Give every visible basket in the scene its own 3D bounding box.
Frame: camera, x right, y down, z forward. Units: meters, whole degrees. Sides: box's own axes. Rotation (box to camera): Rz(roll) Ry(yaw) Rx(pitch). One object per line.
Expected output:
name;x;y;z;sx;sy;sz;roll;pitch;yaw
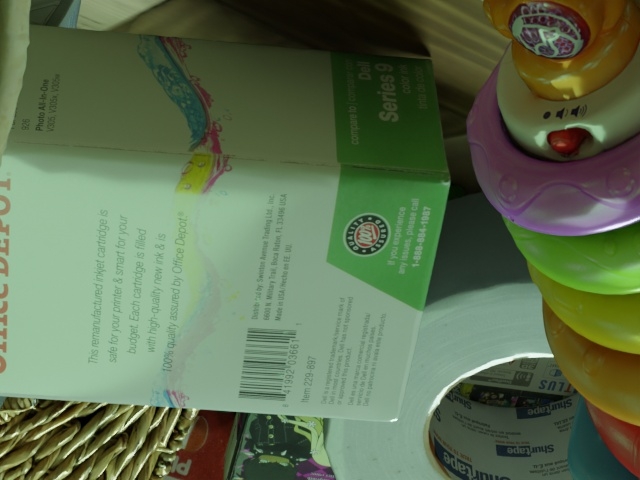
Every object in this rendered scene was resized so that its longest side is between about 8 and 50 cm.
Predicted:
basket;-0.253;0.092;1.697;0.223;0.213;0.299;22;-167;-26

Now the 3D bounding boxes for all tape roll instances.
tape roll;0.110;0.076;1.027;0.219;0.072;0.219;-1;132;-1

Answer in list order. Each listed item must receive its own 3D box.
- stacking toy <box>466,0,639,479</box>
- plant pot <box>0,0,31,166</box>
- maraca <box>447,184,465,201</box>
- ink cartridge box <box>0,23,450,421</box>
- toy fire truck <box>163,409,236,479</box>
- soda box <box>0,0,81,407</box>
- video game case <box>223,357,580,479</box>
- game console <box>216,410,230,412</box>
stacking toy;0.117;-0.031;0.669;0.175;0.166;0.302;-1;144;39
plant pot;-0.328;-0.101;0.684;0.305;0.334;0.334;27;176;34
maraca;0.000;0.000;1.127;0.185;0.099;0.127;-24;163;41
ink cartridge box;-0.061;-0.006;0.872;0.212;0.093;0.154;3;132;-7
toy fire truck;-0.093;0.191;1.881;0.302;0.254;0.169;18;170;7
soda box;-0.196;-0.013;0.997;0.098;0.091;0.286;18;131;2
video game case;0.074;0.081;1.111;0.232;0.042;0.210;7;133;-8
game console;-0.056;0.044;1.358;0.213;0.044;0.361;20;153;2
